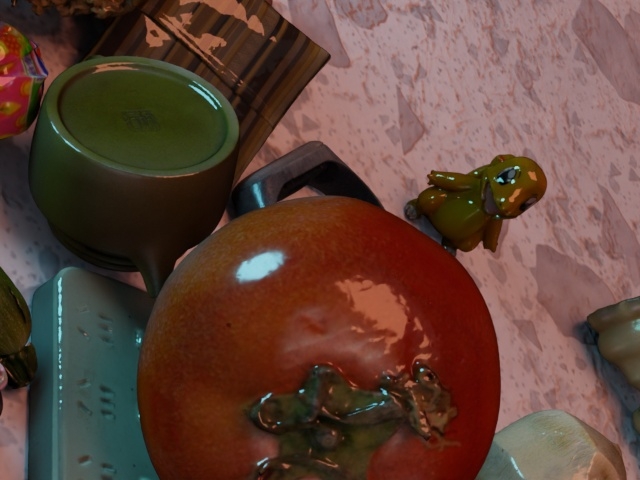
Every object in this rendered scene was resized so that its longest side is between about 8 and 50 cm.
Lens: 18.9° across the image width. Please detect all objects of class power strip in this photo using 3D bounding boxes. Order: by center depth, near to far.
[{"bbox_3d":[-0.168,0.165,1.711,0.194,0.059,0.265,22,50,-38],"label":"power strip"}]

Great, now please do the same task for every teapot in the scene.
[{"bbox_3d":[-0.182,-0.059,1.768,0.186,0.175,0.267,-2,43,-26],"label":"teapot"}]

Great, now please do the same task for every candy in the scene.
[{"bbox_3d":[-0.394,-0.120,1.635,0.365,0.124,0.124,-15,77,-43],"label":"candy"}]

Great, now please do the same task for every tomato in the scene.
[{"bbox_3d":[-0.001,0.112,1.662,0.321,0.321,0.321,27,48,-35],"label":"tomato"}]

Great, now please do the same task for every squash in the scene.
[{"bbox_3d":[-0.344,0.004,1.614,0.318,0.080,0.071,42,3,-23],"label":"squash"}]

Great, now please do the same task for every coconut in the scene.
[{"bbox_3d":[0.243,0.259,2.015,0.162,0.161,0.161,-19,79,-18],"label":"coconut"}]

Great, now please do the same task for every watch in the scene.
[{"bbox_3d":[0.000,0.000,2.004,0.193,0.068,0.206,58,36,-1],"label":"watch"}]

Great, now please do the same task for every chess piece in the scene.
[{"bbox_3d":[0.422,0.190,2.306,0.144,0.144,0.251,-5,77,-50],"label":"chess piece"}]

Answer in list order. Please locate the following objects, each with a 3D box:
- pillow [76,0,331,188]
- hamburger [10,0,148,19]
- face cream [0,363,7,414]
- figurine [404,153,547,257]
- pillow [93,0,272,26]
[{"bbox_3d":[-0.122,-0.171,1.925,0.212,0.052,0.208,40,79,-20],"label":"pillow"},{"bbox_3d":[-0.206,-0.333,1.860,0.146,0.243,0.286,32,84,-30],"label":"hamburger"},{"bbox_3d":[-0.328,0.161,1.524,0.075,0.075,0.229,54,37,-7],"label":"face cream"},{"bbox_3d":[0.193,-0.057,2.161,0.121,0.176,0.122,50,55,-15],"label":"figurine"},{"bbox_3d":[-0.130,-0.267,2.017,0.223,0.084,0.236,33,51,-33],"label":"pillow"}]
